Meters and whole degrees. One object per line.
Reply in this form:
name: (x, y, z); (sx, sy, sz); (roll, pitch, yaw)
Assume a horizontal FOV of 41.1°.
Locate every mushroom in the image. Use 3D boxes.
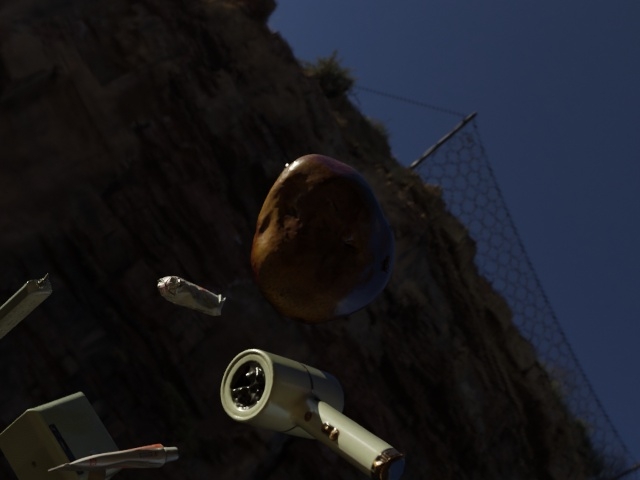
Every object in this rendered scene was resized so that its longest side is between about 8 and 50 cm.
mushroom: (0.000, 0.000, 1.745); (0.259, 0.345, 0.345); (10, -54, 54)

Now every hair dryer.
hair dryer: (0.012, 0.308, 1.421); (0.362, 0.128, 0.203); (24, -2, 45)

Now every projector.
projector: (-0.562, 0.476, 1.878); (0.163, 0.177, 0.242); (-42, -104, 23)

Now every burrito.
burrito: (-0.301, 0.129, 1.992); (0.064, 0.064, 0.203); (8, -13, 38)

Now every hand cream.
hand cream: (-0.326, 0.356, 1.380); (0.052, 0.216, 0.038); (-57, -132, 26)

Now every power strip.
power strip: (-0.596, 0.139, 1.648); (0.252, 0.060, 0.027); (-38, -107, 24)
